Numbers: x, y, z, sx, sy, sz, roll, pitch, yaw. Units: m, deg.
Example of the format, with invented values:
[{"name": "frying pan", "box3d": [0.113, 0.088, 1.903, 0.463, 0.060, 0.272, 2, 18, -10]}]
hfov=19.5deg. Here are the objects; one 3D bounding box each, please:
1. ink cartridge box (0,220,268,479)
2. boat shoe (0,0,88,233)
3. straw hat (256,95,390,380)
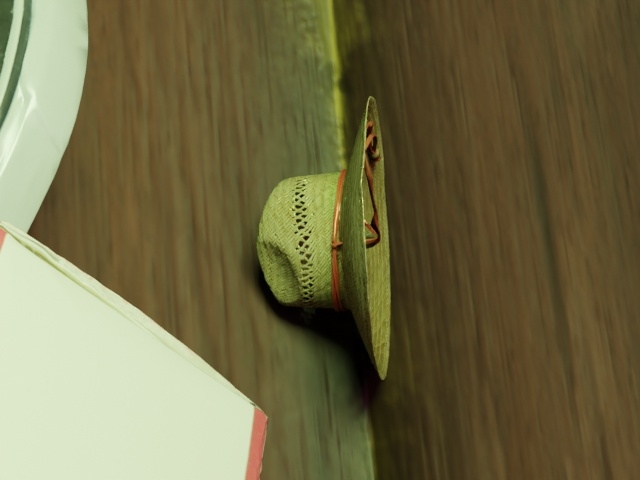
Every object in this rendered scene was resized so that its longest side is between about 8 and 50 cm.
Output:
[{"name": "ink cartridge box", "box3d": [-0.156, 0.161, 0.560, 0.117, 0.283, 0.207, 37, 30, -21]}, {"name": "boat shoe", "box3d": [-0.193, -0.013, 0.761, 0.119, 0.121, 0.335, 34, 52, -25]}, {"name": "straw hat", "box3d": [0.000, 0.000, 0.944, 0.061, 0.144, 0.144, -2, 61, 6]}]
